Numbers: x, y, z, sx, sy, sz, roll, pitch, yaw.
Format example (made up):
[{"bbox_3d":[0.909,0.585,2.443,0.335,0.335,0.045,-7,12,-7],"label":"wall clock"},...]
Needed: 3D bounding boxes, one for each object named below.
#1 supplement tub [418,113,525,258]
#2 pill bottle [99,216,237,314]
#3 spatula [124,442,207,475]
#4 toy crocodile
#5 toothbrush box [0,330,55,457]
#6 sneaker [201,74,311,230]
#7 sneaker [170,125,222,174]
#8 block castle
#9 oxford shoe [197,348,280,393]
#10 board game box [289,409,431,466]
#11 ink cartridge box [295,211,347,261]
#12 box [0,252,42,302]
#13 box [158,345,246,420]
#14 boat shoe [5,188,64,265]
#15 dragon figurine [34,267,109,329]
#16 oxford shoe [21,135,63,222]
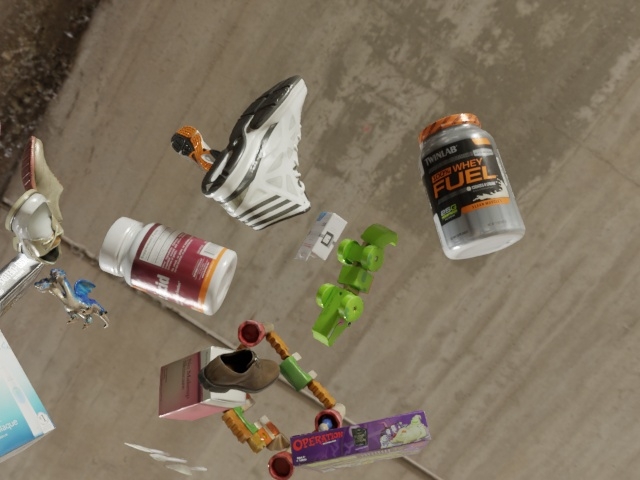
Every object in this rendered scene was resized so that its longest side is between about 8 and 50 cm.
[{"bbox_3d":[0.350,-0.129,1.292,0.193,0.193,0.316,129,-50,-65],"label":"supplement tub"},{"bbox_3d":[-0.492,0.076,1.753,0.224,0.391,0.224,20,90,-88],"label":"pill bottle"},{"bbox_3d":[-0.387,0.569,1.390,0.242,0.168,0.019,74,34,-63],"label":"spatula"},{"bbox_3d":[0.085,0.107,1.356,0.115,0.105,0.341,14,-107,47],"label":"toy crocodile"},{"bbox_3d":[-0.800,0.375,1.247,0.126,0.296,0.216,-35,173,13],"label":"toothbrush box"},{"bbox_3d":[-0.112,-0.217,1.440,0.169,0.257,0.448,-5,-131,48],"label":"sneaker"},{"bbox_3d":[-0.376,-0.261,1.723,0.099,0.262,0.121,-43,154,-10],"label":"sneaker"},{"bbox_3d":[-0.166,0.506,1.737,0.303,0.453,0.213,-45,168,10],"label":"block castle"},{"bbox_3d":[-0.162,0.295,1.232,0.096,0.083,0.227,-49,148,20],"label":"oxford shoe"},{"bbox_3d":[0.077,0.357,0.933,0.347,0.208,0.056,75,8,-64],"label":"board game box"},{"bbox_3d":[0.000,0.000,1.742,0.180,0.060,0.104,-59,-158,-8],"label":"ink cartridge box"},{"bbox_3d":[-1.026,0.161,1.753,0.307,0.076,0.242,-36,-163,41],"label":"box"},{"bbox_3d":[-0.334,0.406,1.513,0.232,0.126,0.149,-27,-125,32],"label":"box"},{"bbox_3d":[-0.680,-0.025,1.308,0.113,0.103,0.302,-59,-171,-28],"label":"boat shoe"},{"bbox_3d":[-0.681,0.167,1.528,0.085,0.144,0.289,-35,161,-1],"label":"dragon figurine"},{"bbox_3d":[-1.071,-0.227,2.080,0.123,0.130,0.349,-6,-92,48],"label":"oxford shoe"}]
